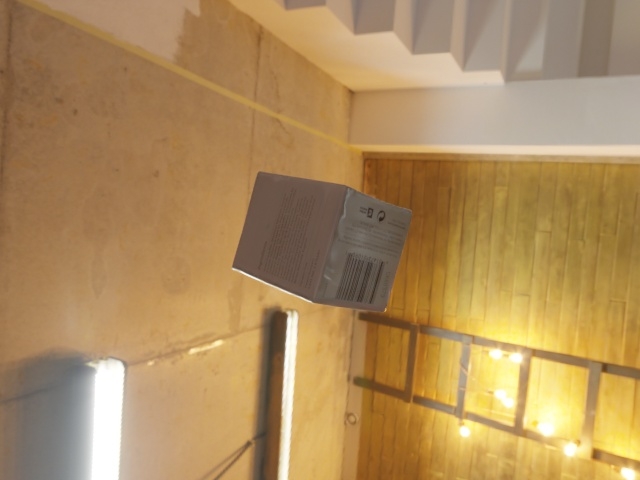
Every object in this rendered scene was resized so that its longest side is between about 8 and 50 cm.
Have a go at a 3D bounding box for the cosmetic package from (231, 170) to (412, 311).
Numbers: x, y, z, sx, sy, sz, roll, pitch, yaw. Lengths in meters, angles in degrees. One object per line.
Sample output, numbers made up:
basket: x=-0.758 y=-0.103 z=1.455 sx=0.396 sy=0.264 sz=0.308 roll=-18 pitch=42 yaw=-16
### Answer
cosmetic package: x=0.000 y=0.000 z=0.708 sx=0.151 sy=0.184 sz=0.151 roll=15 pitch=-89 yaw=-46
